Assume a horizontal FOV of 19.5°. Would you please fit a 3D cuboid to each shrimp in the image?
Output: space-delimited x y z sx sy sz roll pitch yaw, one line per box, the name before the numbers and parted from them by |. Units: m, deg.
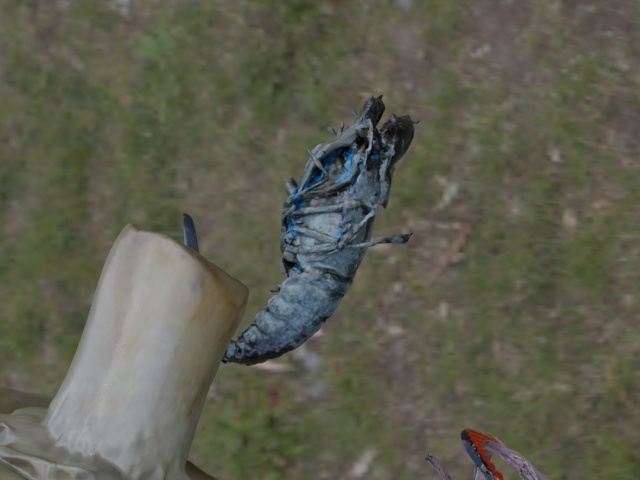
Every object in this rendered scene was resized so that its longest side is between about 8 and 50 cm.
shrimp | 0.003 0.004 0.994 0.076 0.082 0.174 36 89 19

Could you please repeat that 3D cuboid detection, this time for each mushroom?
mushroom | -0.089 0.102 0.774 0.207 0.207 0.215 22 91 34

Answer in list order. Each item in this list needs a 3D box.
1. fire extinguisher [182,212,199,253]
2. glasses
fire extinguisher | -0.095 0.065 0.913 0.158 0.043 0.064 -56 39 25
glasses | 0.163 0.254 1.427 0.095 0.162 0.255 -43 41 22
